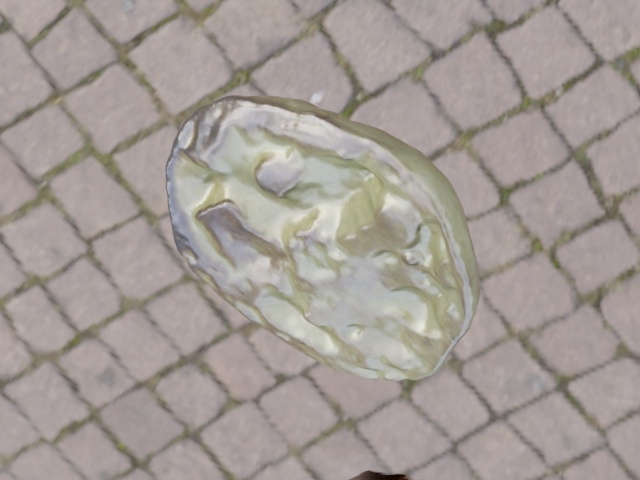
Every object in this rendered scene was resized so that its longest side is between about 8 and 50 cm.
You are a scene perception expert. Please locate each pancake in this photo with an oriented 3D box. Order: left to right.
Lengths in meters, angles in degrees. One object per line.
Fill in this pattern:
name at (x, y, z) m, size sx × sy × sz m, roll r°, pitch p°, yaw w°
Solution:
pancake at (0.000, 0.000, 1.155) m, size 0.294 × 0.049 × 0.294 m, roll 22°, pitch 138°, yaw 21°

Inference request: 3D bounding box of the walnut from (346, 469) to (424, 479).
walnut at (0.045, 0.209, 0.893) m, size 0.137 × 0.137 × 0.245 m, roll 50°, pitch 146°, yaw -14°
